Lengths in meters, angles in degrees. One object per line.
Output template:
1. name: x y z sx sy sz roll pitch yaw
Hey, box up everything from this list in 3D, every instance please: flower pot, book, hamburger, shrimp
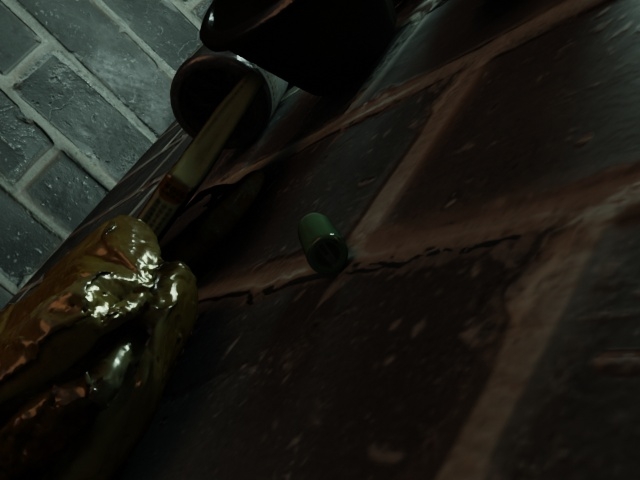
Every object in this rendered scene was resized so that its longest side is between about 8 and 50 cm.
1. flower pot: -0.008 -0.298 1.016 0.269 0.166 0.269 -30 34 23
2. book: -0.226 -0.002 0.989 0.428 0.039 0.300 -48 13 32
3. hamburger: -0.214 0.114 0.650 0.259 0.144 0.283 -35 16 20
4. shrimp: -0.151 -0.007 0.931 0.219 0.046 0.152 -49 17 -12

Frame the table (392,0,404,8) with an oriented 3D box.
1. table: 0.055 -0.425 1.188 0.169 0.172 0.193 -41 17 13

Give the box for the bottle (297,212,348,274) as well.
1. bottle: 0.000 0.000 0.593 0.030 0.030 0.083 -44 16 5

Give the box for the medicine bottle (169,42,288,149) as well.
1. medicine bottle: -0.136 -0.279 1.322 0.165 0.165 0.273 -36 18 29
